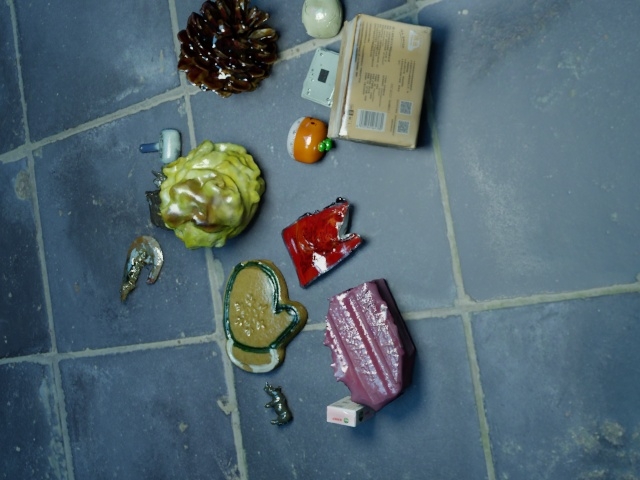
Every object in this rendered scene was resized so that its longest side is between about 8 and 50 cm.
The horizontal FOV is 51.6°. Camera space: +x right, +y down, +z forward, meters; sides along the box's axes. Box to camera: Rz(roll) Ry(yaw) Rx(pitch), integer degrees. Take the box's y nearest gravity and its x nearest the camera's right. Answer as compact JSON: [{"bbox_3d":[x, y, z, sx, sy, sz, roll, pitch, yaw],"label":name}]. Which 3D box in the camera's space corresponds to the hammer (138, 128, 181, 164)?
[{"bbox_3d":[-0.536,-0.305,2.178,0.194,0.070,0.116,2,93,38],"label":"hammer"}]

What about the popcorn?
[{"bbox_3d":[-0.320,-0.141,1.934,0.312,0.312,0.312,1,92,30],"label":"popcorn"}]

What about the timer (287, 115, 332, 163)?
[{"bbox_3d":[-0.025,-0.278,1.855,0.136,0.099,0.136,10,107,36],"label":"timer"}]

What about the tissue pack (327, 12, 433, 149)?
[{"bbox_3d":[0.141,-0.400,1.719,0.239,0.239,0.305,11,97,29],"label":"tissue pack"}]

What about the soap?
[{"bbox_3d":[0.132,0.281,1.756,0.220,0.127,0.324,-30,73,25],"label":"soap"}]

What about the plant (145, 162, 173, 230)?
[{"bbox_3d":[-0.477,-0.137,2.096,0.131,0.142,0.203,25,110,36],"label":"plant"}]

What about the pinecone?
[{"bbox_3d":[-0.268,-0.566,1.907,0.296,0.242,0.298,-40,66,27],"label":"pinecone"}]

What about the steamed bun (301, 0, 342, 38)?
[{"bbox_3d":[0.005,-0.631,1.834,0.113,0.091,0.129,5,93,28],"label":"steamed bun"}]

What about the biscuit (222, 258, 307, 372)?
[{"bbox_3d":[-0.174,0.230,1.979,0.287,0.057,0.343,5,94,30],"label":"biscuit"}]

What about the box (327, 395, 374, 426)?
[{"bbox_3d":[0.083,0.462,1.796,0.089,0.125,0.043,2,93,31],"label":"box"}]

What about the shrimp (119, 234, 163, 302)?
[{"bbox_3d":[-0.610,0.104,2.233,0.144,0.052,0.251,27,103,24],"label":"shrimp"}]

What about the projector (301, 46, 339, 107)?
[{"bbox_3d":[0.020,-0.453,1.848,0.115,0.061,0.147,26,103,29],"label":"projector"}]

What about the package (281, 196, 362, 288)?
[{"bbox_3d":[0.000,0.000,1.869,0.269,0.071,0.194,-28,63,31],"label":"package"}]

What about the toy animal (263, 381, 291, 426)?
[{"bbox_3d":[-0.131,0.483,1.968,0.065,0.047,0.135,-29,75,22],"label":"toy animal"}]
